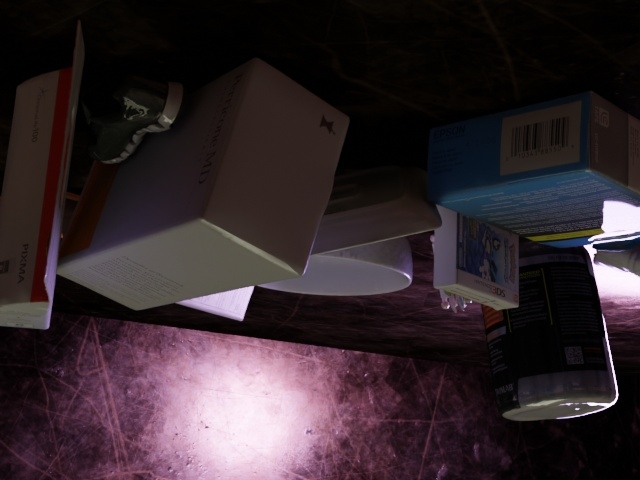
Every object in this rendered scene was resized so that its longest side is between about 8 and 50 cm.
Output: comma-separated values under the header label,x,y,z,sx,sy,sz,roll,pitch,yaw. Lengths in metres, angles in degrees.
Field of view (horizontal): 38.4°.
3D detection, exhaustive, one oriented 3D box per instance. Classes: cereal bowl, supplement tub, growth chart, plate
label,x,y,z,sx,sy,sz,roll,pitch,yaw
cereal bowl,0.000,0.000,1.652,0.338,0.141,0.339,4,167,1
supplement tub,0.390,0.135,1.620,0.207,0.338,0.207,-4,161,-2
growth chart,0.253,0.046,1.723,0.021,0.172,0.237,-9,170,-10
plate,0.028,-0.049,1.333,0.277,0.045,0.278,-11,-162,7

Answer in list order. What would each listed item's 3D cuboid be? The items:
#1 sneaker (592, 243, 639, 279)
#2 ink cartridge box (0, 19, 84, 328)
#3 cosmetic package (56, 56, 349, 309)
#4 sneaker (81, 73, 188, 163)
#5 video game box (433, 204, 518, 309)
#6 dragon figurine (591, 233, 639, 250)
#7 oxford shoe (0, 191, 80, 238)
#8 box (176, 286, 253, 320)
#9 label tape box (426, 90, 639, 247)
label,x,y,z,sx,sy,sz,roll,pitch,yaw
sneaker,0.588,0.014,1.657,0.169,0.108,0.292,25,-167,28
ink cartridge box,-0.364,-0.065,1.155,0.091,0.308,0.385,7,165,-14
cosmetic package,-0.181,-0.054,1.257,0.161,0.230,0.453,30,154,-30
sneaker,-0.273,-0.167,1.211,0.106,0.078,0.234,18,158,-32
video game box,0.241,-0.010,1.405,0.048,0.205,0.187,-8,162,37
dragon figurine,0.482,-0.032,1.489,0.289,0.085,0.144,-1,165,15
oxford shoe,-0.483,-0.041,1.719,0.271,0.099,0.097,2,166,9
box,-0.256,0.067,1.941,0.126,0.149,0.232,14,174,36
label tape box,0.351,-0.082,1.282,0.347,0.115,0.249,14,164,-43
